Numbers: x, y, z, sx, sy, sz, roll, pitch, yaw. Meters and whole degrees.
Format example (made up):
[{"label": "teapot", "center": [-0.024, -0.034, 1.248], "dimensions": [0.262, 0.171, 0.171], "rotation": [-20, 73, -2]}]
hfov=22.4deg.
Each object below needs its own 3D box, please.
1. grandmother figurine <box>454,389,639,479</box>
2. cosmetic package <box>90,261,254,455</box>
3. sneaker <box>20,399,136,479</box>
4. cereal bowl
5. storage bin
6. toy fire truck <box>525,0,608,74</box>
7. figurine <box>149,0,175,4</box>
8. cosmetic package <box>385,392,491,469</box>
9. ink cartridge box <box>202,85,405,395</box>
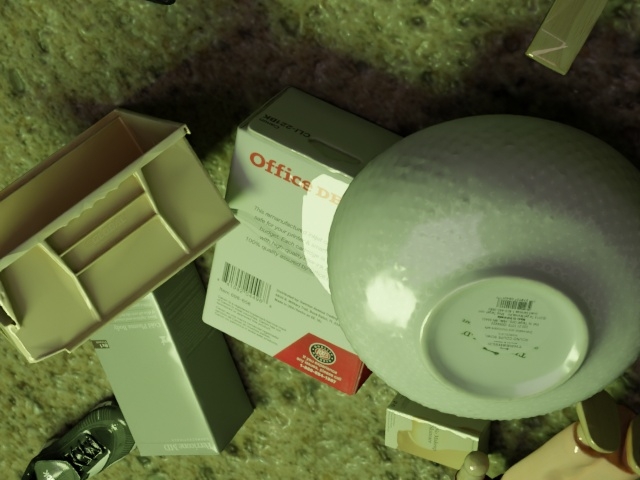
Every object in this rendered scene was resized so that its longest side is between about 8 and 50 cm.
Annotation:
[{"label": "grandmother figurine", "center": [0.236, 0.285, 1.785], "dimensions": [0.208, 0.104, 0.342], "rotation": [37, 135, -11]}, {"label": "cosmetic package", "center": [-0.187, 0.138, 1.937], "dimensions": [0.127, 0.107, 0.238], "rotation": [-8, 113, 31]}, {"label": "sneaker", "center": [-0.319, 0.287, 2.113], "dimensions": [0.078, 0.106, 0.234], "rotation": [50, 132, -8]}, {"label": "cereal bowl", "center": [0.172, 0.053, 1.555], "dimensions": [0.339, 0.141, 0.339], "rotation": [2, 129, 2]}, {"label": "storage bin", "center": [-0.252, -0.010, 1.706], "dimensions": [0.123, 0.260, 0.262], "rotation": [58, 166, -20]}, {"label": "toy fire truck", "center": [0.305, -0.226, 1.386], "dimensions": [0.217, 0.158, 0.246], "rotation": [44, 152, 5]}, {"label": "figurine", "center": [-0.230, -0.356, 1.625], "dimensions": [0.210, 0.092, 0.214], "rotation": [15, 116, 4]}, {"label": "cosmetic package", "center": [0.133, 0.218, 1.837], "dimensions": [0.115, 0.041, 0.060], "rotation": [15, 126, 22]}, {"label": "ink cartridge box", "center": [0.000, 0.000, 1.722], "dimensions": [0.197, 0.114, 0.272], "rotation": [26, 130, 15]}]
